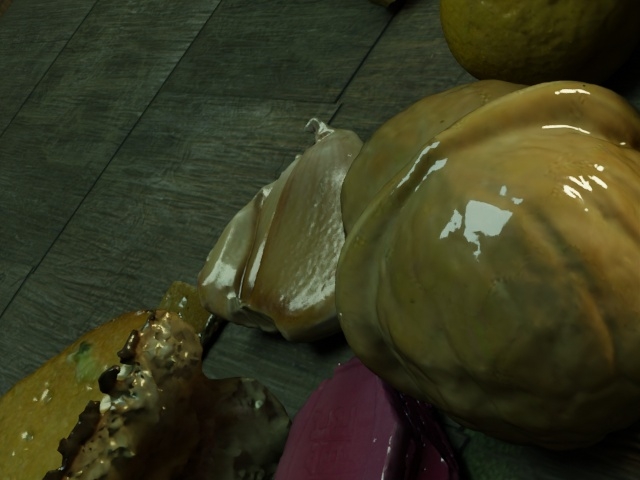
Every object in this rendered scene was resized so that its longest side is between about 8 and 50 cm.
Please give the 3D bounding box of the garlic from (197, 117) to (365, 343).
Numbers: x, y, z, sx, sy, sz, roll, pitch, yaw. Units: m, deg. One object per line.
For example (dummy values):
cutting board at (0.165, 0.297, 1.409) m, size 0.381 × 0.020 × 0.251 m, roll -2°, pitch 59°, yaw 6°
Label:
garlic at (0.000, 0.000, 1.362) m, size 0.217 × 0.110 × 0.228 m, roll 18°, pitch 81°, yaw 45°

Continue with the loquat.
loquat at (0.212, -0.236, 1.254) m, size 0.208 × 0.208 × 0.208 m, roll -33°, pitch 34°, yaw 26°

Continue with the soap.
soap at (0.034, 0.216, 1.089) m, size 0.162 × 0.099 × 0.250 m, roll -28°, pitch 36°, yaw 44°

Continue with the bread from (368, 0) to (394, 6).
bread at (0.068, -0.400, 1.676) m, size 0.106 × 0.140 × 0.236 m, roll -38°, pitch 32°, yaw 24°

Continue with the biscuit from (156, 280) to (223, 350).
biscuit at (-0.196, 0.156, 1.515) m, size 0.237 × 0.026 × 0.131 m, roll -57°, pitch 30°, yaw -12°

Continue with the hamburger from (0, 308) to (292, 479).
hamburger at (-0.223, 0.280, 1.173) m, size 0.287 × 0.268 × 0.446 m, roll 10°, pitch 68°, yaw 53°

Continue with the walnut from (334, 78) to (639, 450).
walnut at (0.148, 0.014, 1.000) m, size 0.285 × 0.285 × 0.296 m, roll -44°, pitch 37°, yaw 8°
